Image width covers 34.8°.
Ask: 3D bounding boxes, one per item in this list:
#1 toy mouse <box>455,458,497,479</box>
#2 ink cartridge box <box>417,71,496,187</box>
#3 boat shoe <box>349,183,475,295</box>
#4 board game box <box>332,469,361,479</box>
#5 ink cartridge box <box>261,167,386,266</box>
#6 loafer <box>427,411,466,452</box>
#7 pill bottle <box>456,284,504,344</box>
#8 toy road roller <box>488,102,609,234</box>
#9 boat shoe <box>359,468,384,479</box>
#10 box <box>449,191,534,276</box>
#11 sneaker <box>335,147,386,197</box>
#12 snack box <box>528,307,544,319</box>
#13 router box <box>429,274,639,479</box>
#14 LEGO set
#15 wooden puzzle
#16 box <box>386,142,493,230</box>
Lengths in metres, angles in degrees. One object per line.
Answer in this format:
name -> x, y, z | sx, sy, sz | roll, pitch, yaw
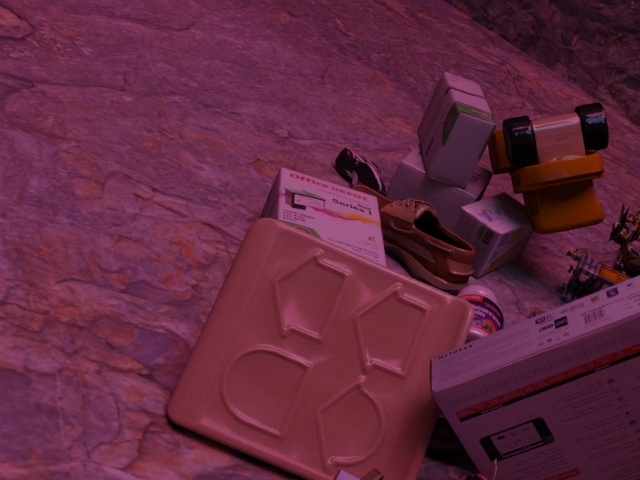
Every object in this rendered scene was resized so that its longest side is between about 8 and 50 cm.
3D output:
toy mouse -> 0.198, 0.366, 1.352 | 0.143, 0.160, 0.031 | 1, -7, 33
ink cartridge box -> 0.283, -0.237, 2.150 | 0.093, 0.160, 0.219 | 17, 29, -11
boat shoe -> 0.184, -0.025, 2.006 | 0.324, 0.119, 0.123 | 40, 32, 29
board game box -> 0.100, 0.444, 1.160 | 0.308, 0.086, 0.302 | 27, 28, 7
ink cartridge box -> 0.000, 0.000, 1.830 | 0.202, 0.117, 0.278 | 17, 28, -10
loafer -> 0.262, 0.234, 1.520 | 0.366, 0.130, 0.134 | 4, 25, 11
pill bottle -> 0.261, 0.155, 1.761 | 0.108, 0.108, 0.193 | 24, 28, 2
toy road roller -> 0.476, -0.137, 2.105 | 0.203, 0.240, 0.329 | -10, -1, 2
boat shoe -> 0.014, 0.362, 1.049 | 0.104, 0.110, 0.307 | 34, 40, 12
box -> 0.356, -0.015, 2.120 | 0.103, 0.114, 0.203 | 37, 30, 24
sneaker -> 0.106, -0.141, 2.211 | 0.077, 0.072, 0.178 | 11, 33, -35
snack box -> 0.415, 0.185, 1.913 | 0.064, 0.022, 0.178 | 27, 28, 6
router box -> 0.358, 0.229, 1.346 | 0.301, 0.336, 0.082 | 59, 18, -22
LEGO set -> 0.620, 0.013, 2.093 | 0.192, 0.331, 0.255 | 26, 48, 10
wooden puzzle -> 0.003, 0.172, 1.435 | 0.348, 0.080, 0.322 | 22, 70, 4
box -> 0.255, -0.111, 2.210 | 0.182, 0.119, 0.181 | 27, 28, 10
